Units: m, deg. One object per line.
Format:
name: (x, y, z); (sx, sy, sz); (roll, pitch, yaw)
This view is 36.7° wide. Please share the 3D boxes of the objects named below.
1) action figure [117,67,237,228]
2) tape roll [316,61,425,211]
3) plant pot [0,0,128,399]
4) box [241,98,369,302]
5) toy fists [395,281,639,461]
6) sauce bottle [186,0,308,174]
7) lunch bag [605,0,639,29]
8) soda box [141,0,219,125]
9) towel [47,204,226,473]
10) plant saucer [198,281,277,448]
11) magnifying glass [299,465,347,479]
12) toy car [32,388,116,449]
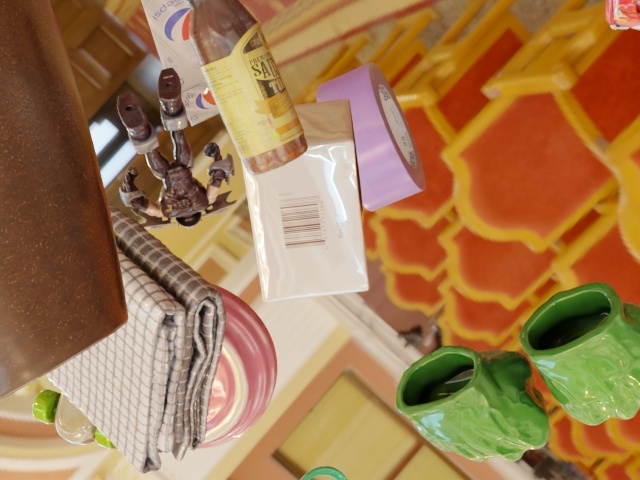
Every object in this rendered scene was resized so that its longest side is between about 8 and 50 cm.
action figure: (-0.228, -0.118, 1.503); (0.099, 0.185, 0.285); (56, 164, 40)
tape roll: (0.071, -0.140, 1.316); (0.189, 0.080, 0.189); (56, -160, -34)
plant pot: (-0.201, -0.032, 0.497); (0.231, 0.215, 0.215); (60, 173, -5)
box: (-0.010, -0.041, 0.839); (0.170, 0.090, 0.130); (-88, -9, -70)
toy fists: (0.218, 0.141, 0.976); (0.142, 0.279, 0.096); (45, -150, -30)
sauce bottle: (-0.048, -0.101, 0.539); (0.128, 0.042, 0.042); (66, 168, -16)
lunch bag: (0.563, -0.496, 1.651); (0.120, 0.258, 0.293); (19, 163, 24)
soda box: (-0.247, -0.354, 1.768); (0.098, 0.091, 0.286); (62, -174, -56)
towel: (-0.233, 0.124, 1.223); (0.235, 0.121, 0.284); (35, 131, 32)
plant saucer: (-0.243, 0.228, 1.669); (0.332, 0.332, 0.084); (42, -161, -10)
magnifying glass: (-0.033, 0.477, 1.590); (0.092, 0.231, 0.026); (35, 171, -8)
toy car: (-0.338, 0.267, 1.563); (0.155, 0.149, 0.188); (15, 165, 24)
